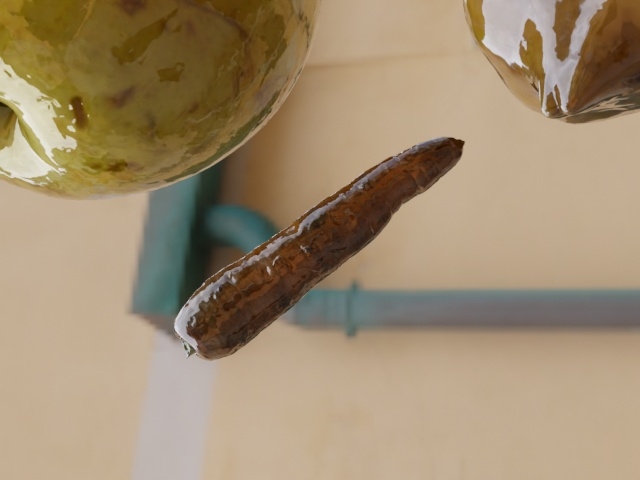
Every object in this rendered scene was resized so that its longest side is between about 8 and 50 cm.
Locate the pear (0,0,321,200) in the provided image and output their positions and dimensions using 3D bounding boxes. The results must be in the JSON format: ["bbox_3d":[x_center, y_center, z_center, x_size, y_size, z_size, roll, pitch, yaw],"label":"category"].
[{"bbox_3d":[-0.132,-0.160,1.105,0.281,0.281,0.280,-1,-90,-67],"label":"pear"}]

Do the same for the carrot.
[{"bbox_3d":[0.000,0.000,0.874,0.035,0.165,0.035,53,176,5],"label":"carrot"}]

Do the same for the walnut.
[{"bbox_3d":[0.173,-0.167,0.989,0.336,0.209,0.209,-64,-35,-42],"label":"walnut"}]
